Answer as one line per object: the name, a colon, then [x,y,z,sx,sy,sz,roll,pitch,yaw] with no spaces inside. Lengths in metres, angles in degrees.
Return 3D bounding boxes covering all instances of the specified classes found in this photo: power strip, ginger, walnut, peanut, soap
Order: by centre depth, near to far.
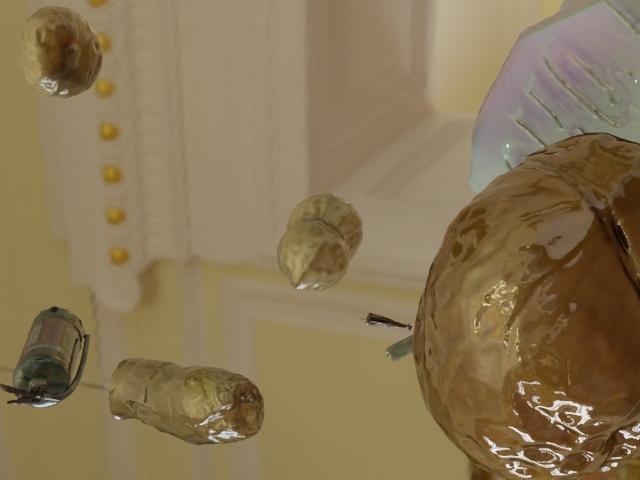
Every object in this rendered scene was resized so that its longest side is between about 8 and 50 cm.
walnut: [0.267,0.080,1.491,0.398,0.354,0.308,97,150,-50]
soap: [0.364,-0.171,1.844,0.156,0.261,0.446,-37,-16,-31]
ginger: [-0.180,0.223,1.921,0.116,0.263,0.109,8,-93,-51]
peanut: [0.000,0.000,2.051,0.257,0.123,0.123,-66,-22,-74]
peanut: [-0.399,-0.288,2.151,0.159,0.109,0.140,5,-86,-75]
power strip: [0.143,0.172,2.291,0.027,0.083,0.017,64,-178,20]

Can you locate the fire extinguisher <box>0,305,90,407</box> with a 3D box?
fire extinguisher: [-0.431,0.197,2.215,0.294,0.118,0.093,-100,21,-71]

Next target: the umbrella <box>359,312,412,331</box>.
umbrella: [0.100,0.126,2.153,0.031,0.083,0.020,119,166,-73]
